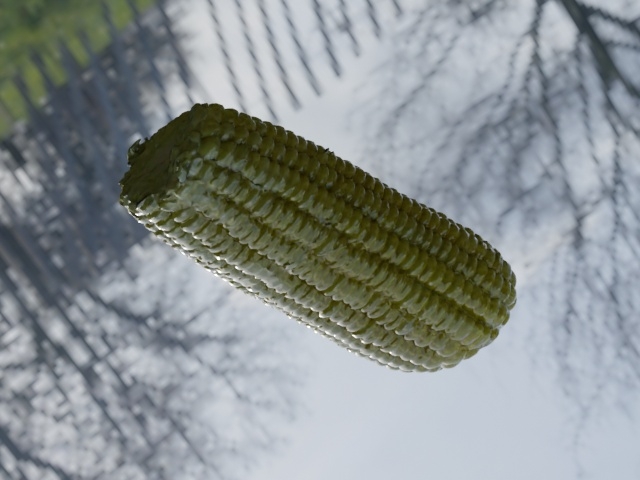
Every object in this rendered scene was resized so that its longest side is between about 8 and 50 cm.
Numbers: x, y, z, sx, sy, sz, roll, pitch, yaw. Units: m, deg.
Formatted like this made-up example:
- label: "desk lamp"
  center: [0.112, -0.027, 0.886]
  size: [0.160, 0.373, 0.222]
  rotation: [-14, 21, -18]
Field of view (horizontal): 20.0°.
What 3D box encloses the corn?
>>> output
- label: "corn"
  center: [0.000, 0.000, 0.749]
  size: [0.085, 0.165, 0.063]
  rotation: [-10, -126, 58]
